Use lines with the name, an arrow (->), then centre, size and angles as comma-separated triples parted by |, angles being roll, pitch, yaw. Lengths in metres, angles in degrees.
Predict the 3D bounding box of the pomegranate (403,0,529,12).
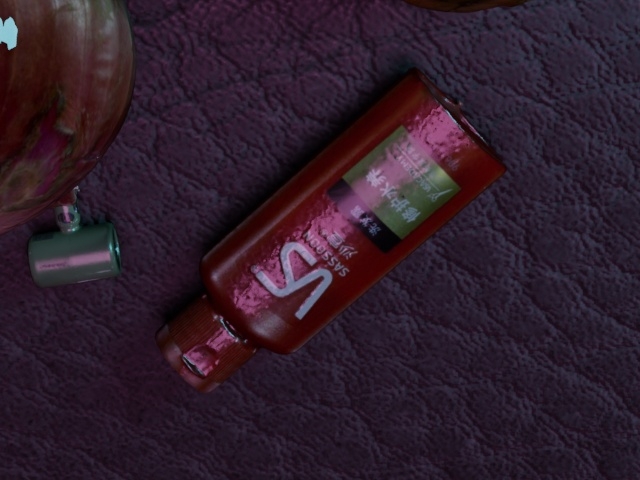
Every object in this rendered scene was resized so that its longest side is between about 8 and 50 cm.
pomegranate -> 0.118, -0.284, 1.288 | 0.260, 0.260, 0.260 | -2, 113, -6

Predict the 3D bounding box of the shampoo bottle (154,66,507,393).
shampoo bottle -> 0.000, 0.000, 1.478 | 0.314, 0.076, 0.118 | -41, 114, 11

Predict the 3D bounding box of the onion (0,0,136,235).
onion -> -0.296, -0.112, 1.242 | 0.354, 0.353, 0.353 | -2, 113, -6

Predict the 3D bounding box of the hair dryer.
hair dryer -> -0.207, -0.036, 1.460 | 0.071, 0.047, 0.150 | -9, 108, -1
